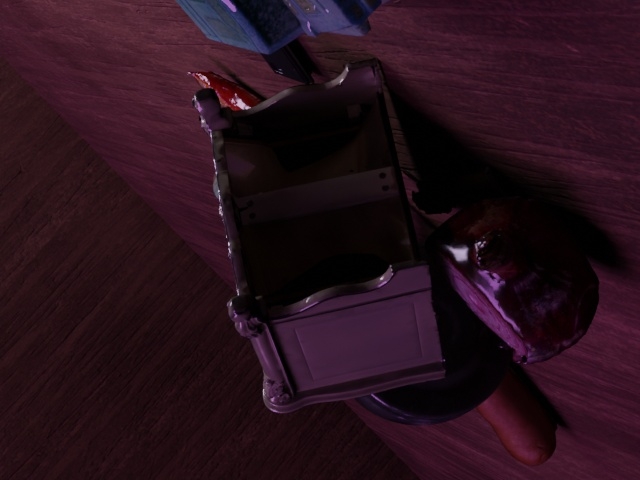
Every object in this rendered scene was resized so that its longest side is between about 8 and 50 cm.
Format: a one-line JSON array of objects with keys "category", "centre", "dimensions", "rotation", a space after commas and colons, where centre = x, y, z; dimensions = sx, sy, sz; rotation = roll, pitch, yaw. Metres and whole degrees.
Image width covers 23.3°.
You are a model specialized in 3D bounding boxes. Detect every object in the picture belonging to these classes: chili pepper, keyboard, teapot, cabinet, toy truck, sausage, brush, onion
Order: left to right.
[{"category": "keyboard", "centre": [-0.084, -0.273, 1.854], "dimensions": [0.094, 0.025, 0.230], "rotation": [28, 162, 45]}, {"category": "chili pepper", "centre": [-0.079, -0.165, 2.177], "dimensions": [0.268, 0.050, 0.059], "rotation": [39, 146, 18]}, {"category": "toy truck", "centre": [-0.048, -0.265, 1.435], "dimensions": [0.155, 0.156, 0.279], "rotation": [48, 168, -30]}, {"category": "cabinet", "centre": [0.000, 0.000, 1.791], "dimensions": [0.318, 0.228, 0.290], "rotation": [72, -173, -64]}, {"category": "teapot", "centre": [0.089, 0.114, 2.121], "dimensions": [0.321, 0.239, 0.239], "rotation": [44, 160, 2]}, {"category": "brush", "centre": [0.160, -0.055, 1.835], "dimensions": [0.043, 0.036, 0.248], "rotation": [40, 169, -11]}, {"category": "sausage", "centre": [0.245, 0.203, 2.372], "dimensions": [0.419, 0.094, 0.094], "rotation": [50, -157, -33]}, {"category": "onion", "centre": [0.208, 0.024, 1.655], "dimensions": [0.195, 0.140, 0.218], "rotation": [57, 180, 26]}]

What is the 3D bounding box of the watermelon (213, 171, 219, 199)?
[{"category": "watermelon", "centre": [-0.066, -0.079, 2.324], "dimensions": [0.193, 0.140, 0.257], "rotation": [40, 179, -17]}]
